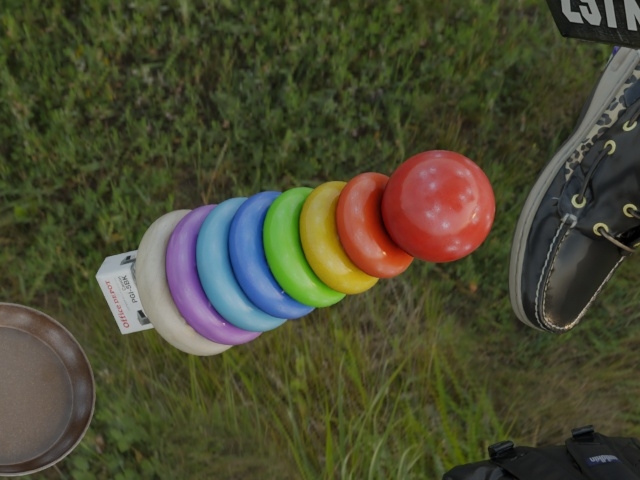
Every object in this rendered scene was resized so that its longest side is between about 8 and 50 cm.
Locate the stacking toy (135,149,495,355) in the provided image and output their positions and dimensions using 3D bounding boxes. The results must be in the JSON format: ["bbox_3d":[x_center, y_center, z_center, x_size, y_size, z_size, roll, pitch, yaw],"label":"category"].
[{"bbox_3d":[0.000,0.000,0.921,0.330,0.141,0.141,-19,59,34],"label":"stacking toy"}]

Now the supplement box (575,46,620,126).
[{"bbox_3d":[0.443,-0.156,1.546,0.114,0.220,0.111,6,52,-8],"label":"supplement box"}]

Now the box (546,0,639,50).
[{"bbox_3d":[0.250,-0.141,0.288,0.322,0.257,0.079,-28,111,-10],"label":"box"}]

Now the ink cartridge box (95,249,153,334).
[{"bbox_3d":[-0.218,0.062,1.442,0.135,0.099,0.056,-14,25,14],"label":"ink cartridge box"}]

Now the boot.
[{"bbox_3d":[0.379,-0.031,1.148,0.284,0.138,0.377,35,99,52],"label":"boot"}]

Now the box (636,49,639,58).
[{"bbox_3d":[0.263,-0.177,0.628,0.308,0.076,0.242,-15,76,-45],"label":"box"}]

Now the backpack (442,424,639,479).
[{"bbox_3d":[0.328,0.381,1.210,0.290,0.355,0.273,-7,94,-14],"label":"backpack"}]

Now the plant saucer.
[{"bbox_3d":[-0.295,0.140,1.000,0.169,0.029,0.168,16,57,-26],"label":"plant saucer"}]
